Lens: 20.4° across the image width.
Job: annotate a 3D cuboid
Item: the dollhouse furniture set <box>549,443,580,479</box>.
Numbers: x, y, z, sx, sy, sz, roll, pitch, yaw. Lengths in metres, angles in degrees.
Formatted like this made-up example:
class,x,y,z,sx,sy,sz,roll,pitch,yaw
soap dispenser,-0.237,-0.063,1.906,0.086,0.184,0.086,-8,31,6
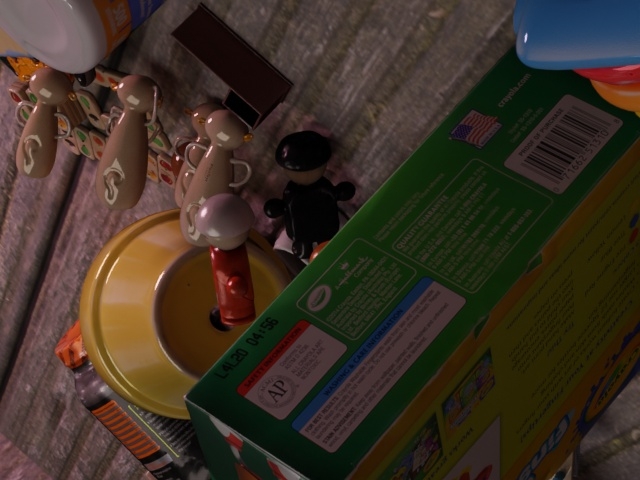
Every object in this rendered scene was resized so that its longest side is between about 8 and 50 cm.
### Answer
class,x,y,z,sx,sy,sz,roll,pitch,yaw
dollhouse furniture set,0.254,0.222,1.968,0.286,0.198,0.303,6,110,21

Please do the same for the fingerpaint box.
class,x,y,z,sx,sy,sz,roll,pitch,yaw
fingerpaint box,0.108,0.114,1.546,0.163,0.445,0.371,30,153,28

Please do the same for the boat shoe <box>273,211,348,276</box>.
class,x,y,z,sx,sy,sz,roll,pitch,yaw
boat shoe,0.040,0.078,2.017,0.096,0.088,0.267,7,138,51

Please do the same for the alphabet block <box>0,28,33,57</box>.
class,x,y,z,sx,sy,sz,roll,pitch,yaw
alphabet block,-0.296,-0.314,1.759,0.193,0.192,0.197,7,139,49

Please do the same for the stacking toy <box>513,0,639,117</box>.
class,x,y,z,sx,sy,sz,roll,pitch,yaw
stacking toy,0.292,-0.119,1.288,0.165,0.175,0.302,2,148,48

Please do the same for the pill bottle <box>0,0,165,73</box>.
class,x,y,z,sx,sy,sz,roll,pitch,yaw
pill bottle,-0.159,-0.280,1.505,0.152,0.272,0.152,34,154,19

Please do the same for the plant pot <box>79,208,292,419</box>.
class,x,y,z,sx,sy,sz,roll,pitch,yaw
plant pot,-0.136,0.085,2.045,0.254,0.254,0.239,47,168,-10

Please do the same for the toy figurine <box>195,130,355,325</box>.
class,x,y,z,sx,sy,sz,roll,pitch,yaw
toy figurine,0.000,0.000,1.813,0.209,0.213,0.148,20,132,34

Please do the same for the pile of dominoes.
class,x,y,z,sx,sy,sz,roll,pitch,yaw
pile of dominoes,-0.284,-0.144,2.196,0.251,0.040,0.196,21,148,40

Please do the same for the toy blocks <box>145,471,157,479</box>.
class,x,y,z,sx,sy,sz,roll,pitch,yaw
toy blocks,-0.136,0.441,2.810,0.381,0.191,0.261,41,167,5

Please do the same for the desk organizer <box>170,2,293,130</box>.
class,x,y,z,sx,sy,sz,roll,pitch,yaw
desk organizer,-0.097,-0.179,1.846,0.130,0.050,0.047,42,156,2

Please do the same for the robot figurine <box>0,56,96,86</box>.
class,x,y,z,sx,sy,sz,roll,pitch,yaw
robot figurine,-0.351,-0.291,1.998,0.211,0.085,0.291,12,142,49

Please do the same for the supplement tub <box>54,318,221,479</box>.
class,x,y,z,sx,sy,sz,roll,pitch,yaw
supplement tub,-0.192,0.216,2.445,0.338,0.207,0.207,48,155,-11

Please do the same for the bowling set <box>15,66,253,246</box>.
class,x,y,z,sx,sy,sz,roll,pitch,yaw
bowling set,-0.182,-0.123,1.986,0.287,0.200,0.154,21,111,14
